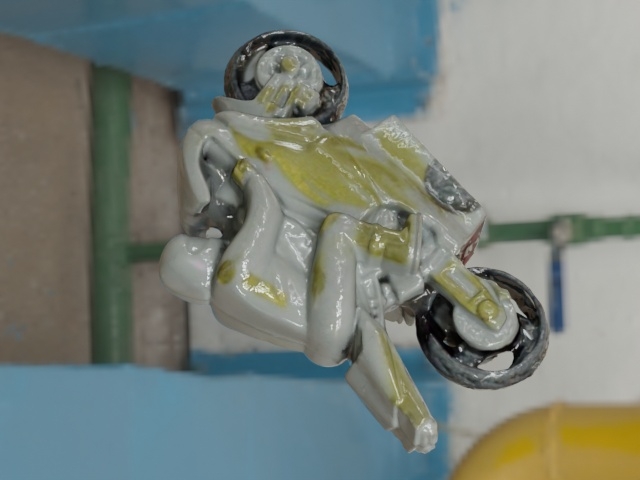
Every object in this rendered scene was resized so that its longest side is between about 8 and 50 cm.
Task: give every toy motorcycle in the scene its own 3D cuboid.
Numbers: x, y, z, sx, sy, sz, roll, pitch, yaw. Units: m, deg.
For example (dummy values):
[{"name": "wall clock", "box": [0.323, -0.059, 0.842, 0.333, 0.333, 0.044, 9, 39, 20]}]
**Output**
[{"name": "toy motorcycle", "box": [0.000, 0.000, 0.860, 0.151, 0.228, 0.074, -29, 159, -21]}]
